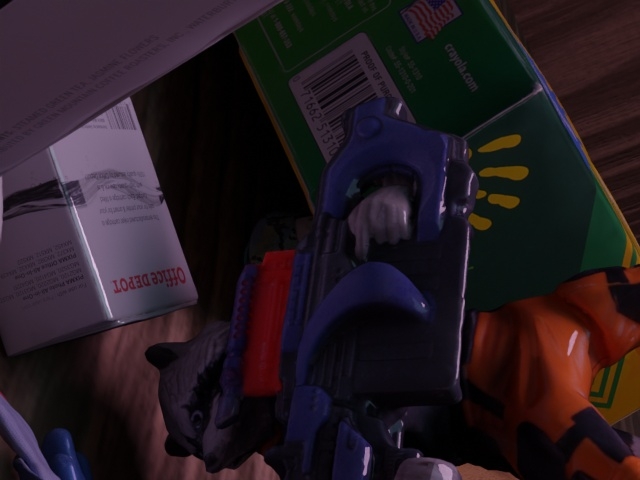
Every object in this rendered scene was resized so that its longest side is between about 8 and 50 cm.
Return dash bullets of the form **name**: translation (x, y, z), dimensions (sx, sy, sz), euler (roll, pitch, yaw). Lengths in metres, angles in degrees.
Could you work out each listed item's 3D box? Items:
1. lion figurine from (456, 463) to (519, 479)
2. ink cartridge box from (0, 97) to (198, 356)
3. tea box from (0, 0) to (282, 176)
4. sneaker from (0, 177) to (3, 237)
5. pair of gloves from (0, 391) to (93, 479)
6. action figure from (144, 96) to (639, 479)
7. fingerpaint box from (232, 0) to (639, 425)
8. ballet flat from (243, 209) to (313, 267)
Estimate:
- **lion figurine**: translation (0.071, 0.178, 0.857), dimensions (0.240, 0.142, 0.392), euler (58, 7, 24)
- **ink cartridge box**: translation (-0.129, -0.025, 0.718), dimensions (0.150, 0.063, 0.109), euler (71, 18, 3)
- **tea box**: translation (-0.176, -0.240, 0.472), dimensions (0.323, 0.220, 0.329), euler (24, 47, -50)
- **sneaker**: translation (-0.183, -0.072, 0.608), dimensions (0.094, 0.080, 0.212), euler (29, 43, -47)
- **pair of gloves**: translation (-0.085, 0.129, 0.595), dimensions (0.159, 0.023, 0.198), euler (52, -11, 22)
- **action figure**: translation (0.070, 0.114, 0.691), dimensions (0.178, 0.330, 0.341), euler (81, 22, -56)
- **fingerpaint box**: translation (0.077, -0.107, 1.090), dimensions (0.371, 0.163, 0.445), euler (48, 13, -47)
- **ballet flat**: translation (0.000, 0.000, 1.071), dimensions (0.070, 0.070, 0.188), euler (68, 18, -3)
